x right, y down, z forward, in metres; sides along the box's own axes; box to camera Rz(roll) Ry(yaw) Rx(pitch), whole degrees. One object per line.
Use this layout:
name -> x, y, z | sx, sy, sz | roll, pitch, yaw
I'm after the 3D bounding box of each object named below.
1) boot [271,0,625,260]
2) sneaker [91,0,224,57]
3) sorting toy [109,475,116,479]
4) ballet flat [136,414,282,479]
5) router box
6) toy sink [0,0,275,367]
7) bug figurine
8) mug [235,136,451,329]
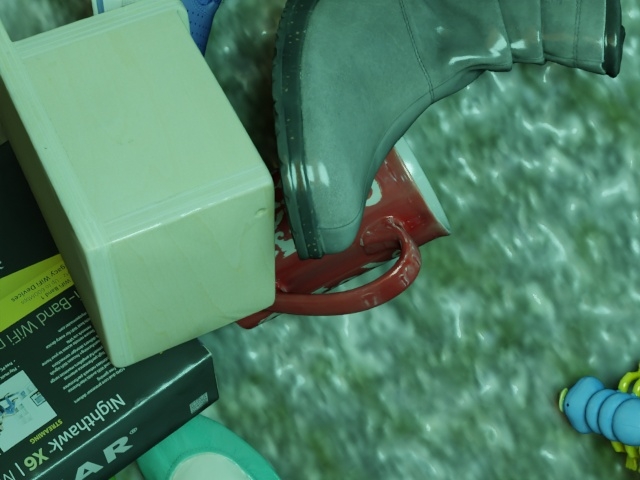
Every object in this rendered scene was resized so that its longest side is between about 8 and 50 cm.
boot -> 0.093, -0.125, 0.864 | 0.223, 0.118, 0.338 | 3, 49, 9
sneaker -> -0.061, -0.268, 0.954 | 0.182, 0.127, 0.315 | 5, 90, 8
sorting toy -> -0.197, 0.218, 1.022 | 0.061, 0.042, 0.102 | 29, 94, 4
ballet flat -> -0.050, 0.223, 0.985 | 0.247, 0.087, 0.083 | 45, 96, 3
router box -> -0.264, 0.098, 0.912 | 0.309, 0.081, 0.243 | -34, 65, -19
toy sink -> -0.129, -0.064, 0.876 | 0.131, 0.153, 0.234 | -22, 60, -15
bug figurine -> 0.225, 0.224, 0.908 | 0.072, 0.216, 0.279 | 6, 91, -31
mug -> -0.005, -0.009, 0.949 | 0.169, 0.150, 0.113 | -29, 103, 10
